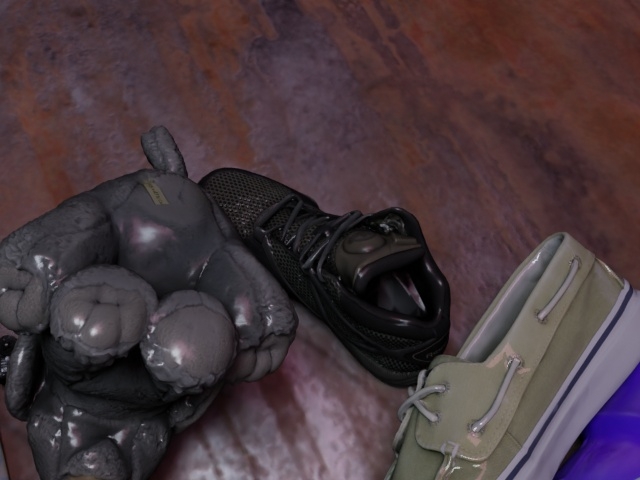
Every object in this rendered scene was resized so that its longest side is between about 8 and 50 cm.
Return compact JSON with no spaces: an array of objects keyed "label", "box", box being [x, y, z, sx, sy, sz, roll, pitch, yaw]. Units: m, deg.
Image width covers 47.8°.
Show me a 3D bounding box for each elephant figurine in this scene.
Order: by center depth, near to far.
[{"label":"elephant figurine","box":[-0.130,0.088,0.445,0.169,0.239,0.186,38,37,16]}]

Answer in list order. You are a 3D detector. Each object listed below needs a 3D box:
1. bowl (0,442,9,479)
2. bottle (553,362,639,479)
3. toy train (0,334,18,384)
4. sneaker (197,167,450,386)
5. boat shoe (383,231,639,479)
[{"label":"bowl","box":[-0.265,0.125,0.332,0.156,0.289,0.289,-18,66,-11]},{"label":"bottle","box":[0.193,0.194,0.447,0.118,0.092,0.282,27,63,2]},{"label":"toy train","box":[-0.260,0.092,0.497,0.158,0.027,0.036,-8,76,-10]},{"label":"sneaker","box":[0.000,0.000,0.511,0.227,0.130,0.087,40,64,17]},{"label":"boat shoe","box":[0.099,0.116,0.463,0.094,0.109,0.302,47,64,1]}]
